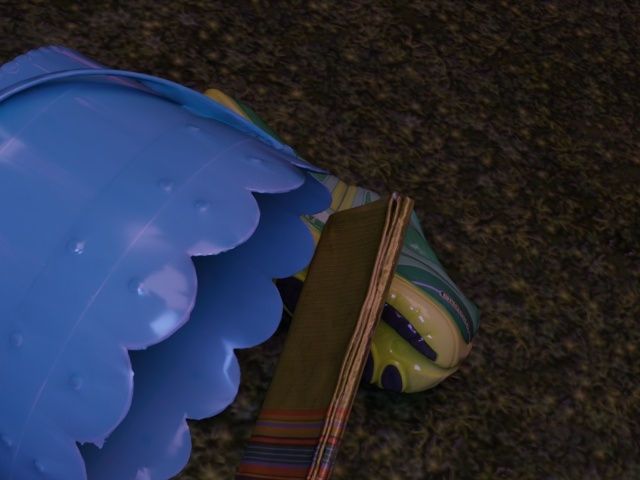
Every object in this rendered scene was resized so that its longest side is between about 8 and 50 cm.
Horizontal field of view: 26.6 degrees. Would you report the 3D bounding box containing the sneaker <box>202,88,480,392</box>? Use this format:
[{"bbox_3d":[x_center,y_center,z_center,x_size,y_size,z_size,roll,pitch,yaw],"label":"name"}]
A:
[{"bbox_3d":[0.000,0.000,1.038,0.295,0.109,0.123,45,28,17],"label":"sneaker"}]

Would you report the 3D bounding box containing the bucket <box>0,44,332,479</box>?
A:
[{"bbox_3d":[-0.139,0.028,0.821,0.183,0.281,0.281,31,44,9],"label":"bucket"}]

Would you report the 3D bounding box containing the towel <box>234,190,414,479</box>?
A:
[{"bbox_3d":[-0.006,0.081,0.881,0.021,0.102,0.237,30,67,-27],"label":"towel"}]
